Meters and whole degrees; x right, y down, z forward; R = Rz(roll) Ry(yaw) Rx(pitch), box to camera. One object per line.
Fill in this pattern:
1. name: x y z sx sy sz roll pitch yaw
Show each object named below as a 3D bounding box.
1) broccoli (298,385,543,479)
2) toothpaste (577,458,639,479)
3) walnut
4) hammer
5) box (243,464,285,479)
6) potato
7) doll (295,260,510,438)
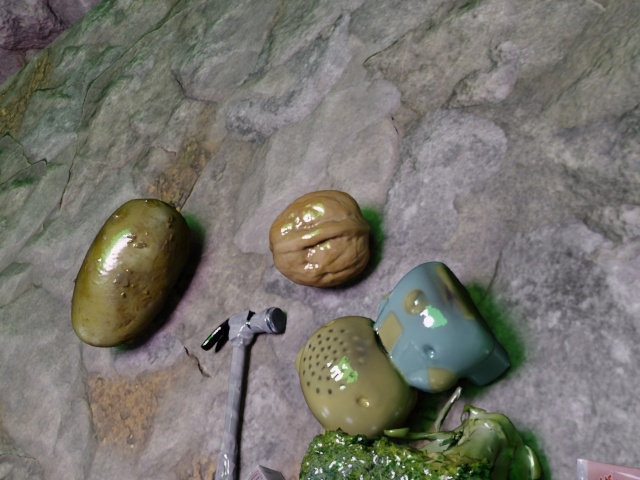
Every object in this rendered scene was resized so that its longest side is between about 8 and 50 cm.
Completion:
1. broccoli: 0.119 0.300 0.748 0.321 0.303 0.283 13 41 39
2. toothpaste: 0.365 0.268 0.717 0.194 0.043 0.067 -10 60 39
3. walnut: 0.000 0.000 1.097 0.167 0.149 0.166 -1 85 11
4. hammer: -0.136 0.306 1.069 0.152 0.044 0.426 -18 54 29
5. box: -0.033 0.396 0.923 0.039 0.055 0.218 -49 45 2
6. potato: -0.356 0.058 1.293 0.307 0.173 0.210 -65 11 -6
7. doll: 0.092 0.155 0.910 0.261 0.161 0.177 -35 49 11
